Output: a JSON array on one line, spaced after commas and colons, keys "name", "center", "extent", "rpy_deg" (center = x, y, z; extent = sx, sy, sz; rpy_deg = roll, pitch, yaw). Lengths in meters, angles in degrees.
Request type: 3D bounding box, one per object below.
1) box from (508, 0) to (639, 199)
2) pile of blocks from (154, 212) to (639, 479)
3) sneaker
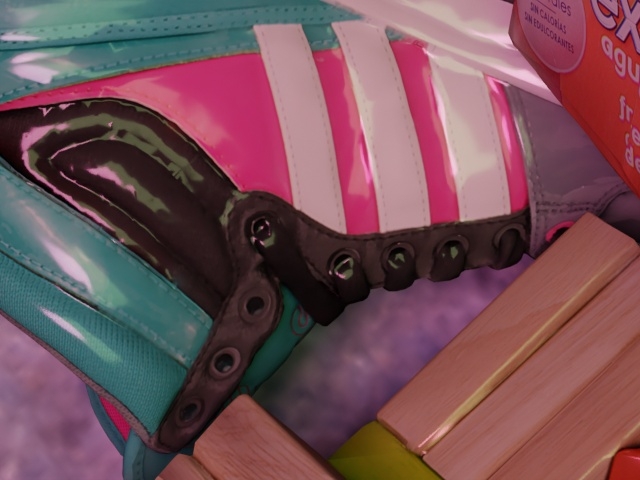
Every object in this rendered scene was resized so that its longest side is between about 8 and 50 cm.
[{"name": "box", "center": [0.215, -0.100, 0.435], "extent": [0.300, 0.154, 0.142], "rpy_deg": [-18, 51, -19]}, {"name": "pile of blocks", "center": [-0.011, 0.125, 0.429], "extent": [0.362, 0.112, 0.149], "rpy_deg": [-22, 127, -25]}, {"name": "sneaker", "center": [0.000, 0.000, 0.532], "extent": [0.295, 0.124, 0.178], "rpy_deg": [21, 94, -13]}]
